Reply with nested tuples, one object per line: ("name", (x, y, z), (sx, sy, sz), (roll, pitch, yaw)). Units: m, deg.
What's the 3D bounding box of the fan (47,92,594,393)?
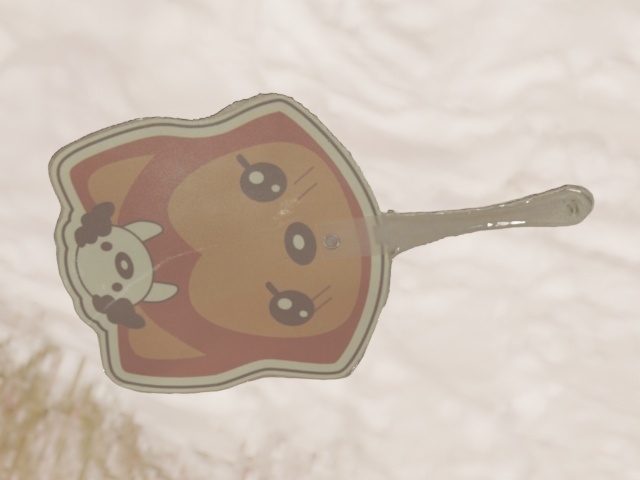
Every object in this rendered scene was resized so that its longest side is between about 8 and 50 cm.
("fan", (0.000, 0.000, 0.727), (0.220, 0.009, 0.132), (-7, 117, 9))
